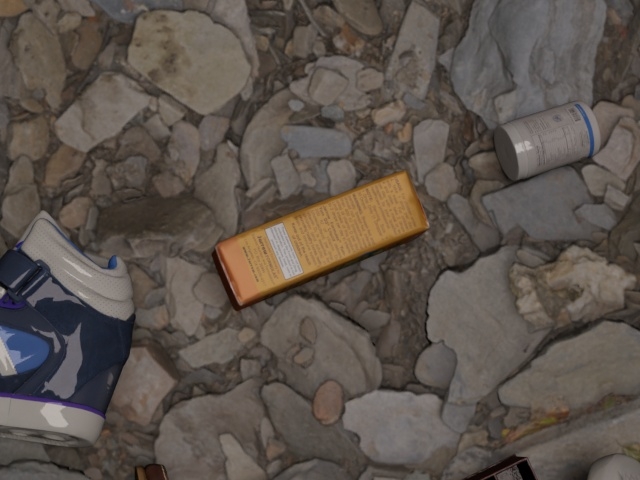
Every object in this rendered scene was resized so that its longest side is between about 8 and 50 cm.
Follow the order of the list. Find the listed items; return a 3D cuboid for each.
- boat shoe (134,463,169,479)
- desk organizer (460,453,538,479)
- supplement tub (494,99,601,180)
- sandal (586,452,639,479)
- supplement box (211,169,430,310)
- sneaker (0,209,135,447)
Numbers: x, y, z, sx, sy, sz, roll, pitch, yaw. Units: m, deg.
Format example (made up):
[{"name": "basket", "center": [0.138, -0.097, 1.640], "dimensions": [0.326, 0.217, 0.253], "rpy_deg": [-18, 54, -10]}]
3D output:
[{"name": "boat shoe", "center": [-0.148, 0.334, 1.312], "dimensions": [0.073, 0.073, 0.207], "rpy_deg": [-12, 90, -11]}, {"name": "desk organizer", "center": [0.176, 0.285, 1.373], "dimensions": [0.130, 0.050, 0.047], "rpy_deg": [-23, 85, -11]}, {"name": "supplement tub", "center": [0.264, -0.116, 1.437], "dimensions": [0.107, 0.071, 0.071], "rpy_deg": [-18, 84, -9]}, {"name": "sandal", "center": [0.350, 0.439, 1.341], "dimensions": [0.102, 0.169, 0.416], "rpy_deg": [-17, 81, 35]}, {"name": "supplement box", "center": [0.000, 0.000, 1.379], "dimensions": [0.233, 0.078, 0.080], "rpy_deg": [-24, 85, -10]}, {"name": "sneaker", "center": [-0.357, 0.076, 1.303], "dimensions": [0.322, 0.130, 0.236], "rpy_deg": [11, 70, -2]}]
